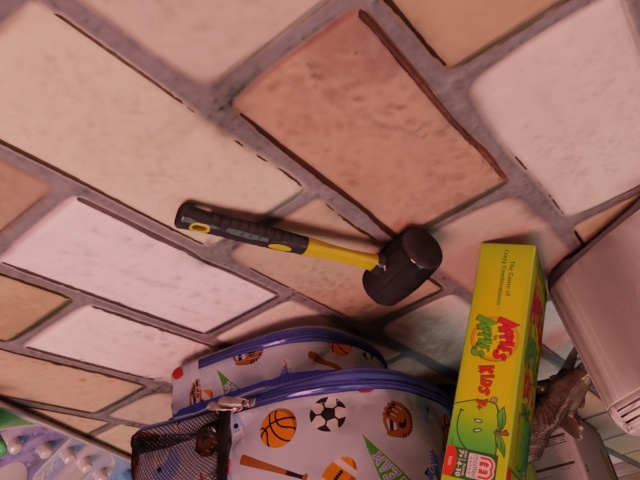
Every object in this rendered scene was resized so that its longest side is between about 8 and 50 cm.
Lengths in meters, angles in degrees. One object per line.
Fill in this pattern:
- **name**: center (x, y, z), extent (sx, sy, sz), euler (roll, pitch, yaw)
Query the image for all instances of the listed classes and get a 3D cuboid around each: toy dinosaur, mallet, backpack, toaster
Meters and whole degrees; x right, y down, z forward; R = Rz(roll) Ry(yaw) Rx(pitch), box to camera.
- **toy dinosaur**: center (0.166, 0.210, 0.673), extent (0.313, 0.121, 0.160), euler (-16, -179, 31)
- **mallet**: center (0.000, 0.000, 0.406), extent (0.189, 0.039, 0.062), euler (19, 137, -31)
- **backpack**: center (-0.005, 0.200, 0.537), extent (0.263, 0.213, 0.276), euler (-16, 153, 26)
- **toaster**: center (0.279, 0.055, 0.459), extent (0.129, 0.146, 0.227), euler (6, 143, -22)

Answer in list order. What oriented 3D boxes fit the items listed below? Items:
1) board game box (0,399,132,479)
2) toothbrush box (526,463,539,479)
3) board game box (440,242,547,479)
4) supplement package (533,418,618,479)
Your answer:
- **board game box**: center (-0.388, 0.364, 0.613), extent (0.390, 0.050, 0.390), euler (-46, 148, -14)
- **toothbrush box**: center (0.120, 0.321, 0.749), extent (0.283, 0.206, 0.122), euler (-3, 146, -11)
- **board game box**: center (0.139, 0.103, 0.459), extent (0.043, 0.181, 0.092), euler (3, 153, 28)
- **supplement package**: center (0.349, 0.386, 0.959), extent (0.204, 0.145, 0.262), euler (-27, 143, 24)
